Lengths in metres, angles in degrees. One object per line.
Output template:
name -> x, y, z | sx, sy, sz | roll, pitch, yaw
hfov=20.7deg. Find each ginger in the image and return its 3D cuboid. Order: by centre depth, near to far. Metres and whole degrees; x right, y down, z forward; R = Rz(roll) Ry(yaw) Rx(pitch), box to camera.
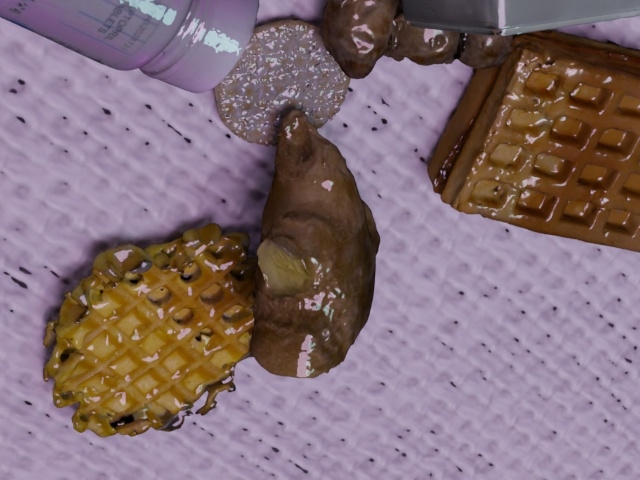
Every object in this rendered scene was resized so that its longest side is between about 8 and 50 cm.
ginger -> 0.099, -0.214, 1.760 | 0.204, 0.080, 0.104 | -1, 104, -20
ginger -> 0.000, 0.000, 1.827 | 0.219, 0.123, 0.270 | -29, 131, -63

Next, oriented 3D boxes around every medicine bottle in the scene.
medicine bottle -> -0.191, -0.237, 1.577 | 0.254, 0.152, 0.152 | 25, 112, -34

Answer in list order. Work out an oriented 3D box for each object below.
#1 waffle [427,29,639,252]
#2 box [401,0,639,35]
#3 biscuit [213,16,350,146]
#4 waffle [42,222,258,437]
waffle -> 0.297, -0.108, 1.917 | 0.327, 0.098, 0.224 | 10, 118, -29
box -> 0.217, -0.291, 1.654 | 0.290, 0.220, 0.166 | -10, 103, -25
biscuit -> -0.039, -0.161, 1.784 | 0.152, 0.020, 0.152 | -12, 130, -15
waffle -> -0.168, 0.104, 1.902 | 0.262, 0.060, 0.280 | -4, 126, -20
